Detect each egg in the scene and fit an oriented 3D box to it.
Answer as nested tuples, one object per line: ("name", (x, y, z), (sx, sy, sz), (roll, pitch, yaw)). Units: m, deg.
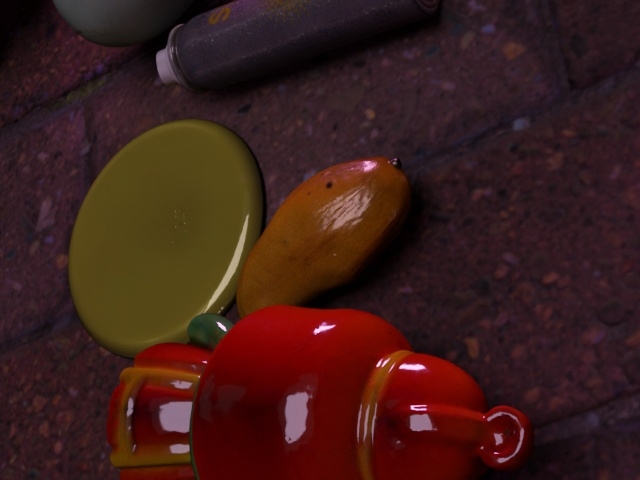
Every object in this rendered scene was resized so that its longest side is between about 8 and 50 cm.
("egg", (-0.180, -0.297, 1.272), (0.168, 0.168, 0.230), (9, 80, 38))

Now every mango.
("mango", (0.000, 0.000, 1.083), (0.190, 0.075, 0.098), (-45, 46, 21))

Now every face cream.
("face cream", (-0.031, -0.193, 1.182), (0.284, 0.073, 0.073), (-15, 63, 31))

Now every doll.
("doll", (-0.009, 0.137, 0.974), (0.363, 0.160, 0.182), (-3, 69, 35))

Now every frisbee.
("frisbee", (-0.149, -0.006, 1.228), (0.236, 0.017, 0.236), (-14, 63, 31))
